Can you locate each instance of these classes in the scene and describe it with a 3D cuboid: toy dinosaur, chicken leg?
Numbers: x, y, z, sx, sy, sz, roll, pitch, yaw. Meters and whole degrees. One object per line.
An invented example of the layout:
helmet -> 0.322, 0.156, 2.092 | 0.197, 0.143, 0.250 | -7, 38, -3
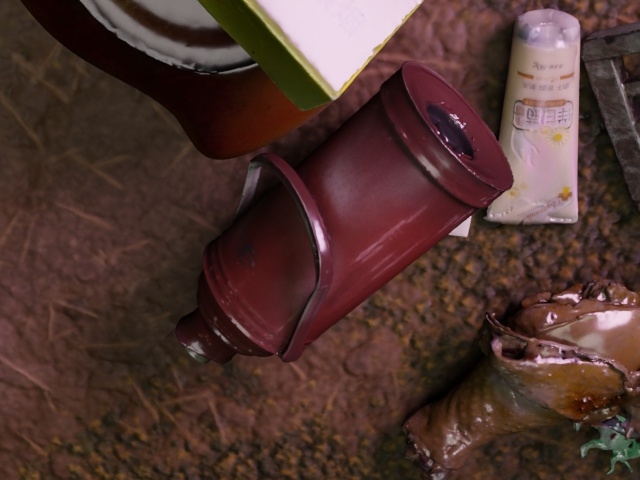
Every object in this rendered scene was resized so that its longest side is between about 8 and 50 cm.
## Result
toy dinosaur -> 0.210, 0.131, 0.830 | 0.062, 0.021, 0.083 | -10, 114, 6
chicken leg -> 0.137, 0.097, 0.788 | 0.196, 0.080, 0.125 | -20, 112, 15

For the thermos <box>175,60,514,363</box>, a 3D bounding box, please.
thermos -> 0.002, 0.003, 0.719 | 0.232, 0.099, 0.124 | -42, 149, 25

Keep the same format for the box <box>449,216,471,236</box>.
box -> 0.058, -0.035, 0.761 | 0.083, 0.024, 0.054 | 8, 112, -1

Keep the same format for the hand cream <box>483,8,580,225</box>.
hand cream -> 0.135, -0.072, 0.739 | 0.061, 0.039, 0.143 | -1, 118, 1

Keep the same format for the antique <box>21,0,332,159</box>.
antique -> -0.068, -0.182, 0.644 | 0.223, 0.129, 0.278 | -14, 110, 7

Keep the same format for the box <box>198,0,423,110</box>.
box -> 0.038, -0.230, 0.572 | 0.173, 0.043, 0.311 | 47, 69, -16

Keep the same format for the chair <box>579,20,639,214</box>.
chair -> 0.314, -0.105, 0.683 | 0.270, 0.147, 0.136 | -2, 120, 50
